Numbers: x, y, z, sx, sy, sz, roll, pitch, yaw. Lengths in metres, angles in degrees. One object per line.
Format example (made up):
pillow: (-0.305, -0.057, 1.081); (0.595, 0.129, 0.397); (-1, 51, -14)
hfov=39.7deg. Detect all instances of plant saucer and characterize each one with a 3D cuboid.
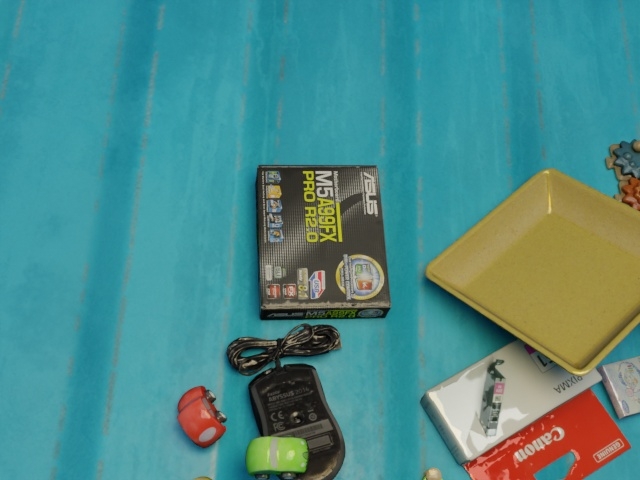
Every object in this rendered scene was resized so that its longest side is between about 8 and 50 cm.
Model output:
plant saucer: (0.402, 0.058, 1.473); (0.333, 0.081, 0.333); (-38, 48, -21)

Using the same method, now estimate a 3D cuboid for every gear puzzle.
gear puzzle: (0.638, -0.042, 1.615); (0.175, 0.044, 0.339); (-2, 66, -8)

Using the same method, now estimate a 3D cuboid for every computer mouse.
computer mouse: (-0.035, 0.268, 1.388); (0.188, 0.072, 0.272); (-9, 55, -9)

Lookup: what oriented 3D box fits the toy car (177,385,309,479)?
toy car: (-0.127, 0.318, 1.302); (0.225, 0.053, 0.239); (-11, 64, 23)

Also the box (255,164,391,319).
box: (0.000, 0.000, 1.513); (0.216, 0.060, 0.270); (0, 66, -6)

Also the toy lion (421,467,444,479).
toy lion: (0.191, 0.414, 1.365); (0.100, 0.034, 0.096); (27, 73, 6)

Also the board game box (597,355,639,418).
board game box: (0.519, 0.243, 1.477); (0.090, 0.020, 0.090); (-8, 66, -23)

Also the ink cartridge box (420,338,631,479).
ink cartridge box: (0.337, 0.287, 1.423); (0.275, 0.060, 0.239); (-26, 70, -17)
